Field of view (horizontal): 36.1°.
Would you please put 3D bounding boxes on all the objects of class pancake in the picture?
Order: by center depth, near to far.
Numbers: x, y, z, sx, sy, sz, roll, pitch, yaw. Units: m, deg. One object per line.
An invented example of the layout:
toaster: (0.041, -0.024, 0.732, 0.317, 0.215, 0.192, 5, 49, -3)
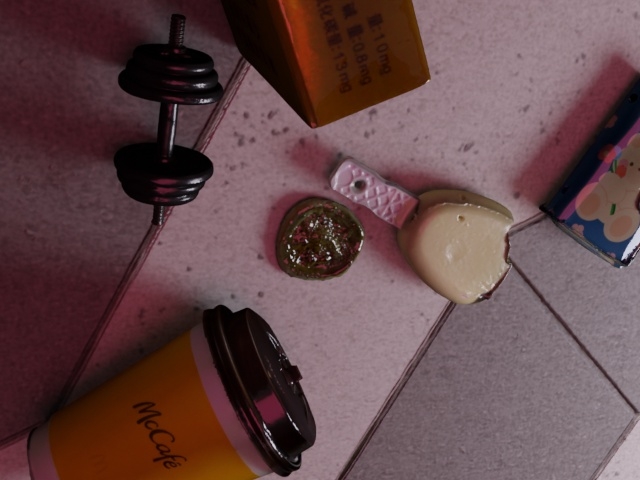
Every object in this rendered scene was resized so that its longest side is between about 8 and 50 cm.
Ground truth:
pancake: (0.001, 0.000, 1.093, 0.108, 0.017, 0.108, -7, 119, -13)

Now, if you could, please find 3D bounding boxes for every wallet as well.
wallet: (0.369, -0.077, 1.164, 0.141, 0.059, 0.202, 32, 99, -22)

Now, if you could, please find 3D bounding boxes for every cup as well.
cup: (-0.155, 0.197, 1.041, 0.280, 0.196, 0.196, -25, 120, 3)

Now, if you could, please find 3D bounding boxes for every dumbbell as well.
dumbbell: (-0.146, -0.111, 0.939, 0.099, 0.099, 0.208, 1, 115, -20)

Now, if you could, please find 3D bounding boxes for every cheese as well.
cheese: (0.116, -0.023, 1.102, 0.255, 0.050, 0.127, 31, 102, -29)

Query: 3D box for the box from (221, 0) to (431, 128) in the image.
box: (-0.054, -0.323, 0.776, 0.116, 0.264, 0.415, -22, 119, -7)
